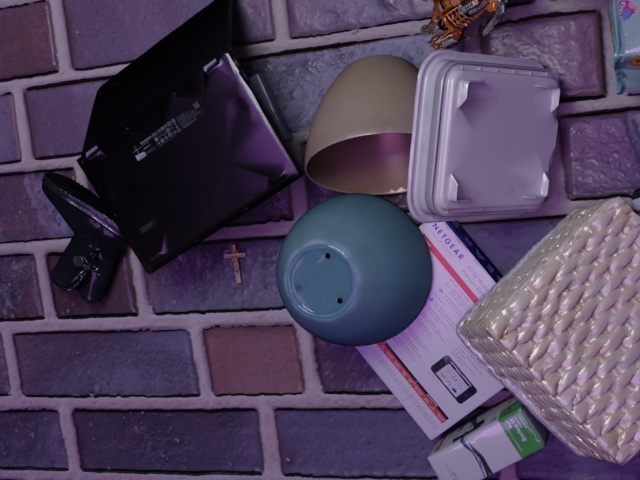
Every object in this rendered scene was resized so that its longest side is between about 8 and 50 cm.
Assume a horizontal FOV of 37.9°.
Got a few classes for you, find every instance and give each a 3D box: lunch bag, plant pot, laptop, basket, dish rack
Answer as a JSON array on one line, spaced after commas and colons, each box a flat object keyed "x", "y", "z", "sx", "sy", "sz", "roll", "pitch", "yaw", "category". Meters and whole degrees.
[{"x": 0.588, "y": -0.385, "z": 1.529, "sx": 0.223, "sy": 0.160, "sz": 0.262, "roll": -4, "pitch": 64, "yaw": 20, "category": "lunch bag"}, {"x": 0.036, "y": 0.063, "z": 1.687, "sx": 0.290, "sy": 0.195, "sz": 0.290, "roll": 2, "pitch": 96, "yaw": 22, "category": "plant pot"}, {"x": -0.253, "y": -0.219, "z": 1.817, "sx": 0.382, "sy": 0.236, "sz": 0.408, "roll": -31, "pitch": 91, "yaw": 21, "category": "laptop"}, {"x": 0.456, "y": 0.150, "z": 1.552, "sx": 0.331, "sy": 0.266, "sz": 0.328, "roll": -44, "pitch": 84, "yaw": -3, "category": "basket"}, {"x": 0.295, "y": -0.170, "z": 1.583, "sx": 0.072, "sy": 0.332, "sz": 0.286, "roll": 15, "pitch": 105, "yaw": 48, "category": "dish rack"}, {"x": 0.110, "y": -0.220, "z": 1.686, "sx": 0.284, "sy": 0.284, "sz": 0.191, "roll": -9, "pitch": 70, "yaw": 20, "category": "plant pot"}]

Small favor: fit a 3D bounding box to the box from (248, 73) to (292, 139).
[{"x": -0.168, "y": -0.231, "z": 1.880, "sx": 0.186, "sy": 0.038, "sz": 0.145, "roll": -23, "pitch": 90, "yaw": 22, "category": "box"}]

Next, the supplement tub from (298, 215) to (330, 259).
[{"x": 0.000, "y": 0.000, "z": 1.842, "sx": 0.071, "sy": 0.071, "sz": 0.107, "roll": -8, "pitch": 96, "yaw": 20, "category": "supplement tub"}]

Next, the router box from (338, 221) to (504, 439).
[{"x": 0.225, "y": 0.161, "z": 1.784, "sx": 0.301, "sy": 0.082, "sz": 0.335, "roll": -40, "pitch": 85, "yaw": 20, "category": "router box"}]

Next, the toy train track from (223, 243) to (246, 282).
[{"x": -0.174, "y": 0.047, "z": 1.941, "sx": 0.048, "sy": 0.014, "sz": 0.083, "roll": -5, "pitch": 103, "yaw": 12, "category": "toy train track"}]

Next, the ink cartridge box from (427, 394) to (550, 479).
[{"x": 0.318, "y": 0.375, "z": 1.749, "sx": 0.208, "sy": 0.153, "sz": 0.087, "roll": -34, "pitch": 86, "yaw": 20, "category": "ink cartridge box"}]

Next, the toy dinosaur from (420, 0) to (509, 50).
[{"x": 0.258, "y": -0.475, "z": 1.568, "sx": 0.322, "sy": 0.164, "sz": 0.218, "roll": -47, "pitch": 70, "yaw": 24, "category": "toy dinosaur"}]

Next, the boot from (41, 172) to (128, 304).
[{"x": -0.536, "y": -0.002, "z": 2.012, "sx": 0.246, "sy": 0.094, "sz": 0.207, "roll": 34, "pitch": 104, "yaw": 5, "category": "boot"}]

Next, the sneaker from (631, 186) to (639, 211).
[{"x": 0.616, "y": -0.175, "z": 1.590, "sx": 0.268, "sy": 0.101, "sz": 0.153, "roll": -39, "pitch": 85, "yaw": 14, "category": "sneaker"}]
